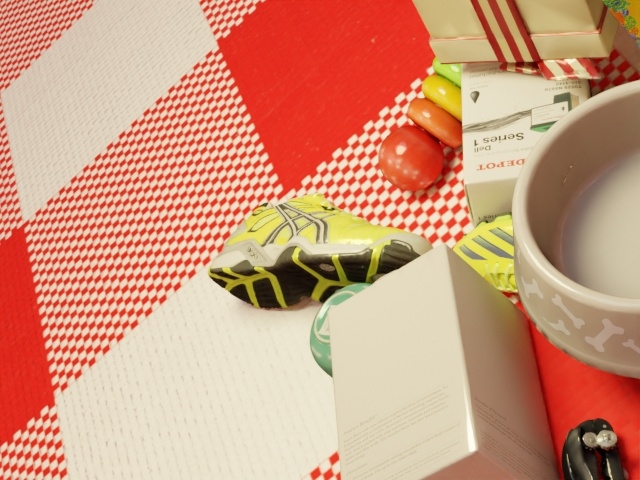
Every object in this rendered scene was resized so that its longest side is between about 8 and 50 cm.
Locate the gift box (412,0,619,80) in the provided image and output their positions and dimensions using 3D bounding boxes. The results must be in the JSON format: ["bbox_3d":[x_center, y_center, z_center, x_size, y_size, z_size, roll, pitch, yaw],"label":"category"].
[{"bbox_3d":[0.254,-0.347,1.695,0.276,0.258,0.255,8,60,32],"label":"gift box"}]

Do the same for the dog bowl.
[{"bbox_3d":[0.360,-0.029,1.494,0.349,0.102,0.348,-12,51,16],"label":"dog bowl"}]

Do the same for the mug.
[{"bbox_3d":[0.053,0.126,1.782,0.129,0.097,0.157,-40,36,13],"label":"mug"}]

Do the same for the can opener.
[{"bbox_3d":[0.290,0.262,1.457,0.059,0.073,0.186,-4,47,-4],"label":"can opener"}]

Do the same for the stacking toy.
[{"bbox_3d":[0.196,-0.207,1.918,0.330,0.141,0.141,-55,36,2],"label":"stacking toy"}]

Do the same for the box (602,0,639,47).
[{"bbox_3d":[0.463,-0.323,1.595,0.177,0.279,0.290,-16,47,38],"label":"box"}]

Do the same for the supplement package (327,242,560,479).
[{"bbox_3d":[0.134,0.186,1.576,0.177,0.175,0.293,-32,40,26],"label":"supplement package"}]

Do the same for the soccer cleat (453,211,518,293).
[{"bbox_3d":[0.258,0.033,1.653,0.289,0.093,0.121,-8,55,43],"label":"soccer cleat"}]

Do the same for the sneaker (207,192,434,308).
[{"bbox_3d":[0.000,0.000,1.916,0.385,0.145,0.147,-1,58,45],"label":"sneaker"}]

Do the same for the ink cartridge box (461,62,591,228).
[{"bbox_3d":[0.257,-0.128,1.756,0.160,0.092,0.219,-7,49,12],"label":"ink cartridge box"}]
